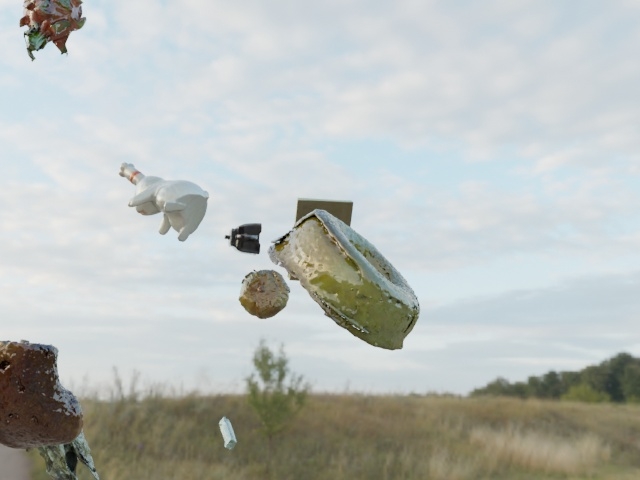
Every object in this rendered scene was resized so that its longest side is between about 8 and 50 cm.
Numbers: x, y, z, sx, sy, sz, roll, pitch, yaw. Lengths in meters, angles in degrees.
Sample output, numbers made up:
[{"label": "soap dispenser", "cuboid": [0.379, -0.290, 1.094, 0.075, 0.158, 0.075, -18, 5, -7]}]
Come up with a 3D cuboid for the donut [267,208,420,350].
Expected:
[{"label": "donut", "cuboid": [0.052, 0.055, 1.250, 0.272, 0.107, 0.272, 36, 12, -9]}]

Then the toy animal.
[{"label": "toy animal", "cuboid": [-0.406, -0.098, 1.956, 0.282, 0.138, 0.141, 13, -31, 35]}]

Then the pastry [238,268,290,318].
[{"label": "pastry", "cuboid": [-0.164, 0.156, 2.305, 0.153, 0.153, 0.081, 3, -23, -12]}]

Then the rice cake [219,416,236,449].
[{"label": "rice cake", "cuboid": [-0.192, 0.396, 1.623, 0.021, 0.022, 0.121, 37, 0, -17]}]

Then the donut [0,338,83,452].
[{"label": "donut", "cuboid": [-0.443, 0.239, 1.191, 0.126, 0.187, 0.144, -5, -3, 21]}]

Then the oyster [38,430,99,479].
[{"label": "oyster", "cuboid": [-0.703, 0.517, 2.102, 0.162, 0.351, 0.158, -21, 16, 49]}]

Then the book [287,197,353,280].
[{"label": "book", "cuboid": [0.000, 0.000, 1.849, 0.138, 0.199, 0.016, 2, 16, -17]}]

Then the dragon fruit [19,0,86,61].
[{"label": "dragon fruit", "cuboid": [-0.633, -0.509, 1.846, 0.137, 0.236, 0.135, 20, -33, -39]}]

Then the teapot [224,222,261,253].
[{"label": "teapot", "cuboid": [-0.219, -0.006, 2.191, 0.096, 0.087, 0.177, 5, -3, -12]}]
